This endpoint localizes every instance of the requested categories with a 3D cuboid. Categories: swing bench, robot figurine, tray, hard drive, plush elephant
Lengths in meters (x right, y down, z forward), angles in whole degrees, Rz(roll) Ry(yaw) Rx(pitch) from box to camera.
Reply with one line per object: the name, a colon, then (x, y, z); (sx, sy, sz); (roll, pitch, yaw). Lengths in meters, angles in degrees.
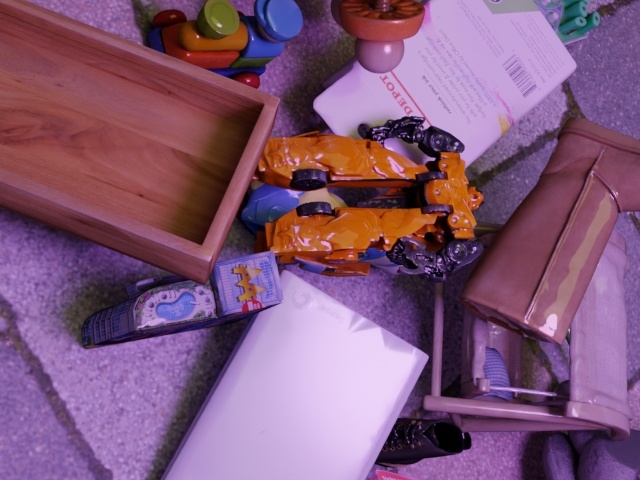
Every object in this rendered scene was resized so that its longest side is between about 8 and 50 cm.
swing bench: (0.269, 0.112, 1.330); (0.165, 0.255, 0.253); (58, 34, -66)
robot figurine: (0.060, -0.047, 1.246); (0.291, 0.085, 0.211); (0, 73, -23)
tray: (-0.270, -0.123, 1.066); (0.411, 0.076, 0.202); (21, 64, 0)
hard drive: (-0.034, 0.216, 1.178); (0.203, 0.040, 0.307); (31, 77, -10)
plush elephant: (0.409, 0.388, 1.391); (0.272, 0.255, 0.330); (16, 22, 11)

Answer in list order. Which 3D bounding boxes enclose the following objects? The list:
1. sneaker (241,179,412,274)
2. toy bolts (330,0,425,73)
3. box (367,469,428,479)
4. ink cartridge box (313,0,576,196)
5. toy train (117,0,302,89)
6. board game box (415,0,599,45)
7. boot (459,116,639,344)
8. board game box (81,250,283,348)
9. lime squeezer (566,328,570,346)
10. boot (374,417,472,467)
sneaker: (0.000, 0.000, 1.313); (0.240, 0.091, 0.126); (35, 71, -11)
toy bolts: (0.019, -0.310, 1.276); (0.218, 0.158, 0.228); (5, 32, 2)
box: (0.165, 0.394, 1.223); (0.300, 0.154, 0.142); (18, 29, -28)
ink cartridge box: (0.151, -0.204, 1.413); (0.353, 0.119, 0.207); (-41, 101, -18)
toy train: (-0.152, -0.241, 1.232); (0.248, 0.143, 0.105); (-8, 81, -36)
board game box: (0.243, -0.464, 1.620); (0.390, 0.050, 0.389); (-23, 90, -36)
boot: (0.330, 0.007, 1.235); (0.269, 0.236, 0.089); (-59, 151, -15)
board game box: (-0.136, 0.063, 1.127); (0.194, 0.194, 0.060); (-8, 81, -36)
lime squeezer: (0.364, 0.059, 1.550); (0.110, 0.059, 0.310); (18, 66, -31)
boot: (0.068, 0.232, 1.253); (0.198, 0.137, 0.076); (8, 73, -32)
